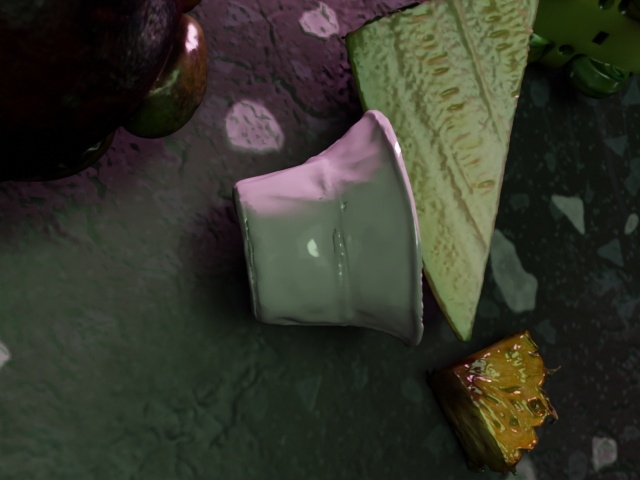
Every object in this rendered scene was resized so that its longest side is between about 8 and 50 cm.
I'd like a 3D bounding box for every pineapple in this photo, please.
[{"bbox_3d":[0.152,0.138,0.697,0.116,0.069,0.137,25,64,-11],"label":"pineapple"}]

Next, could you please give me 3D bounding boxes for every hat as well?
[{"bbox_3d":[0.000,0.000,0.602,0.126,0.203,0.203,-9,84,-7],"label":"hat"}]

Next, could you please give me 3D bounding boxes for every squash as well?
[{"bbox_3d":[0.148,-0.080,0.698,0.203,0.111,0.288,-23,87,-4],"label":"squash"}]

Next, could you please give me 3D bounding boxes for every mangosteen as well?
[{"bbox_3d":[-0.202,-0.163,0.477,0.300,0.300,0.300,4,80,-22],"label":"mangosteen"}]

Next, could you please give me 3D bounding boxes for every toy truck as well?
[{"bbox_3d":[0.256,-0.263,0.767,0.187,0.148,0.210,5,58,-18],"label":"toy truck"}]
